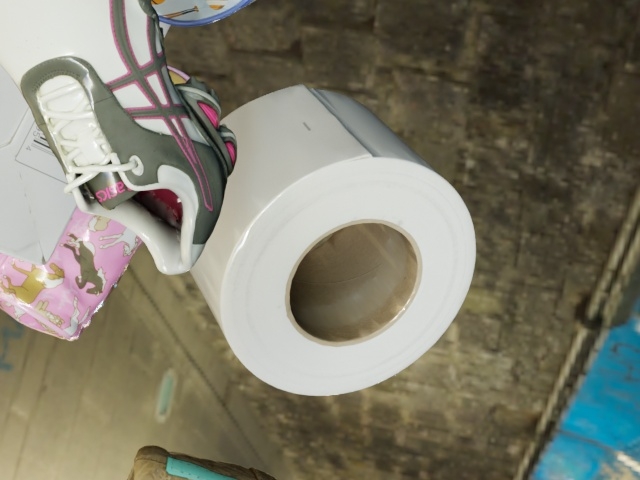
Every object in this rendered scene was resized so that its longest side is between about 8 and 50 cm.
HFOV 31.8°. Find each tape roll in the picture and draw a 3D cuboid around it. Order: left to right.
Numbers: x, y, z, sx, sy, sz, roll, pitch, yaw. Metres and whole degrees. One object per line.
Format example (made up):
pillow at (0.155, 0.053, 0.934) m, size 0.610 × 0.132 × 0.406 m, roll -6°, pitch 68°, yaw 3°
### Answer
tape roll at (0.000, 0.000, 1.052) m, size 0.169 × 0.246 × 0.246 m, roll -127°, pitch -145°, yaw -54°

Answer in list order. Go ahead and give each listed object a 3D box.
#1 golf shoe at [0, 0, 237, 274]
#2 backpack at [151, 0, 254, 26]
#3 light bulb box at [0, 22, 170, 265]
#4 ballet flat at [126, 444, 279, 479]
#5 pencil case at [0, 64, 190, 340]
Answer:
golf shoe at (-0.141, -0.090, 0.734) m, size 0.273 × 0.105 × 0.120 m, roll 47°, pitch 33°, yaw -43°
backpack at (-0.097, -0.318, 0.975) m, size 0.263 × 0.276 × 0.213 m, roll -39°, pitch -174°, yaw 23°
light bulb box at (-0.403, -0.214, 1.265) m, size 0.225 × 0.361 × 0.358 m, roll 28°, pitch 90°, yaw -47°
ballet flat at (-0.160, 0.210, 0.567) m, size 0.342 × 0.124 × 0.116 m, roll -40°, pitch -152°, yaw 22°
pencil case at (-0.292, -0.055, 1.465) m, size 0.386 × 0.167 × 0.160 m, roll -61°, pitch -174°, yaw -9°
